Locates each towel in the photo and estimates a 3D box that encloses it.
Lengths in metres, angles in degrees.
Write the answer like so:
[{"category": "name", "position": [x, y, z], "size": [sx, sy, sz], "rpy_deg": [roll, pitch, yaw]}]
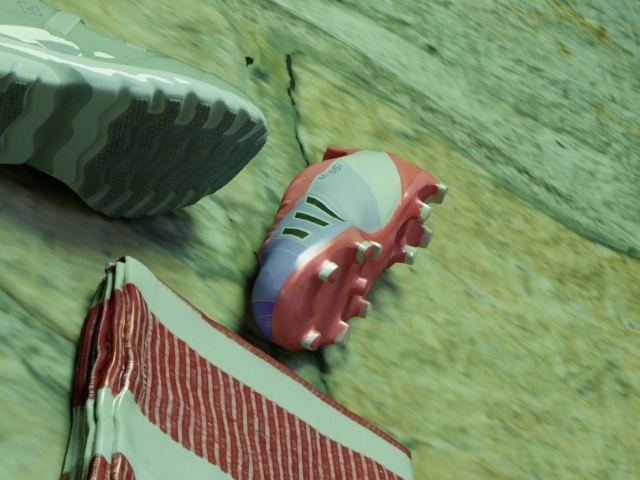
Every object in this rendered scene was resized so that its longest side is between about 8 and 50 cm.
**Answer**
[{"category": "towel", "position": [-0.027, 0.163, 0.968], "size": [0.237, 0.037, 0.329], "rpy_deg": [36, 28, -23]}]

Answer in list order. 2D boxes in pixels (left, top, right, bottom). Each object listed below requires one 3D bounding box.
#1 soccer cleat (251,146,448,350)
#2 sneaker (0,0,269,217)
[{"category": "soccer cleat", "position": [0.000, 0.000, 1.214], "size": [0.095, 0.083, 0.248], "rpy_deg": [22, 26, 16]}, {"category": "sneaker", "position": [-0.142, -0.096, 1.080], "size": [0.281, 0.105, 0.115], "rpy_deg": [16, 39, -46]}]
